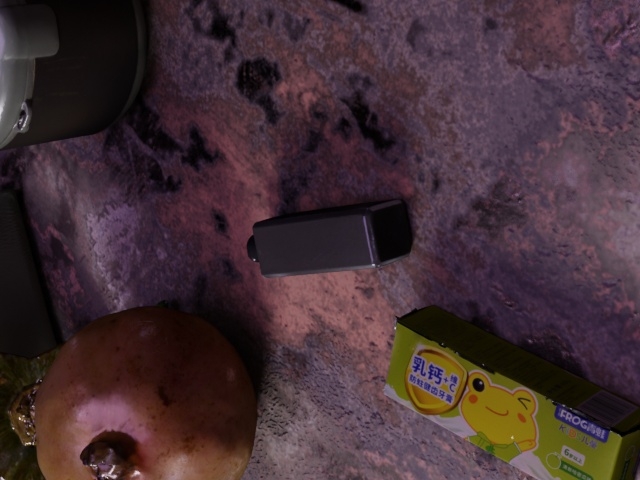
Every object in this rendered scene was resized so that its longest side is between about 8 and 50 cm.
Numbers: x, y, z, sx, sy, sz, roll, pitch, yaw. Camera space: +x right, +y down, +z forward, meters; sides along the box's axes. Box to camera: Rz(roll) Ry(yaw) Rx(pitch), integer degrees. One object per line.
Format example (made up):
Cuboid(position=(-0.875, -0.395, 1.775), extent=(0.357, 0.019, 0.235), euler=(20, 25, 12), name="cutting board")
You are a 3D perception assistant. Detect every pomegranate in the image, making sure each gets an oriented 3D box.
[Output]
Cuboid(position=(-0.251, 0.268, 1.662), extent=(0.338, 0.338, 0.338), euler=(13, 111, 39), name="pomegranate")

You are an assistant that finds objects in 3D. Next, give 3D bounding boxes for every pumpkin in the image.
Cuboid(position=(-0.458, 0.269, 1.895), extent=(0.095, 0.290, 0.258), euler=(178, 82, -70), name="pumpkin")

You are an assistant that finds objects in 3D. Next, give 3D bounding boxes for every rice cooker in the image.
Cuboid(position=(-0.457, -0.293, 1.692), extent=(0.335, 0.325, 0.335), euler=(14, 111, 39), name="rice cooker")

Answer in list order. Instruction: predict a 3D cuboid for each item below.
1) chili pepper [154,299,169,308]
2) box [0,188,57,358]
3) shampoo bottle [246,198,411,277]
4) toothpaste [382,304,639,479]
Cuboid(position=(-0.268, 0.189, 1.845), extent=(0.088, 0.059, 0.227), euler=(35, 121, 35), name="chili pepper")
Cuboid(position=(-0.643, 0.111, 2.085), extent=(0.351, 0.177, 0.344), euler=(-13, 90, 44), name="box")
Cuboid(position=(0.000, 0.000, 1.533), extent=(0.246, 0.080, 0.079), euler=(-7, 96, 42), name="shampoo bottle")
Cuboid(position=(0.226, 0.192, 1.387), extent=(0.327, 0.077, 0.110), euler=(25, 120, 35), name="toothpaste")
